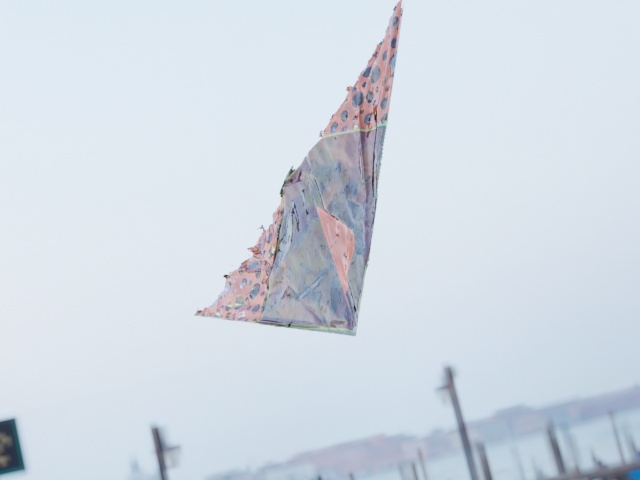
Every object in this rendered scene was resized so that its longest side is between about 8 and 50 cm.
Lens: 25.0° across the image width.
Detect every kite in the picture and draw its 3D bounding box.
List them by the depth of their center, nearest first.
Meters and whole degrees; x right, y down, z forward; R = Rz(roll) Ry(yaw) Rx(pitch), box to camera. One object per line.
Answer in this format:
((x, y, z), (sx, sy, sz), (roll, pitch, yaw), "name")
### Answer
((0.001, 0.000, 0.660), (0.008, 0.125, 0.222), (16, -55, -27), "kite")
